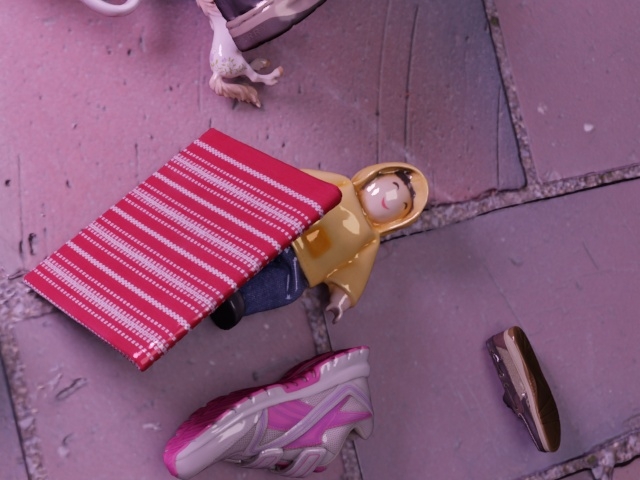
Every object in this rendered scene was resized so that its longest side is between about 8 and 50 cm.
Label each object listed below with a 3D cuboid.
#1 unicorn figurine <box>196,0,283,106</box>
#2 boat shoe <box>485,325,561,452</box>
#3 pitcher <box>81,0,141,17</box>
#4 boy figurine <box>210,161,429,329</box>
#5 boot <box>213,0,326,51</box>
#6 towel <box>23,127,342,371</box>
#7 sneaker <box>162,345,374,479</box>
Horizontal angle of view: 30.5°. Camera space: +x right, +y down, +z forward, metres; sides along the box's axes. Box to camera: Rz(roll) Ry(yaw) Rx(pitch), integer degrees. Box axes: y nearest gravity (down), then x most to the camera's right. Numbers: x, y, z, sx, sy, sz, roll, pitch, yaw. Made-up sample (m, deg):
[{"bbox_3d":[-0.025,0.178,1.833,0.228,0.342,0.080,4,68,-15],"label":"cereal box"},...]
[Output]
[{"bbox_3d":[-0.095,-0.231,1.268,0.111,0.060,0.162,1,79,-30],"label":"unicorn figurine"},{"bbox_3d":[0.238,0.178,1.378,0.056,0.049,0.152,-7,77,-56],"label":"boat shoe"},{"bbox_3d":[-0.268,-0.319,1.161,0.207,0.125,0.178,6,73,-35],"label":"pitcher"},{"bbox_3d":[0.000,0.000,1.266,0.285,0.092,0.177,-24,91,-24],"label":"boy figurine"},{"bbox_3d":[-0.054,-0.404,1.227,0.284,0.138,0.377,50,53,-18],"label":"boot"},{"bbox_3d":[-0.133,-0.001,1.160,0.275,0.199,0.031,-42,138,-25],"label":"towel"},{"bbox_3d":[-0.039,0.198,1.210,0.252,0.103,0.111,-20,90,-26],"label":"sneaker"}]
